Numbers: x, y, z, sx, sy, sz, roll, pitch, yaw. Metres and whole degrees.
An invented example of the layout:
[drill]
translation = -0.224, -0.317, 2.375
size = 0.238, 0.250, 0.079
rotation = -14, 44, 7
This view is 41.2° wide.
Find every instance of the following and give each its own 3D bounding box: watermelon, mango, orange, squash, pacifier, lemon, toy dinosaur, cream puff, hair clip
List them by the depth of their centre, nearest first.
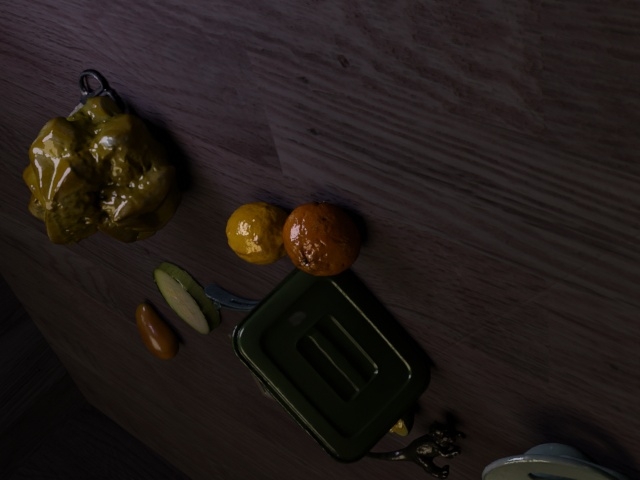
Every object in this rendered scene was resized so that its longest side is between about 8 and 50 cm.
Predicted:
[pacifier]
translation = 0.396, 0.491, 1.400
size = 0.288, 0.269, 0.343
rotation = 4, 141, 17
[orange]
translation = -0.002, -0.001, 1.410
size = 0.135, 0.117, 0.135
rotation = 35, 147, 28
[lemon]
translation = -0.112, -0.013, 1.544
size = 0.155, 0.114, 0.114
rotation = 7, 135, 49
[cream puff]
translation = -0.423, -0.097, 1.682
size = 0.274, 0.270, 0.323
rotation = 32, 157, 5
[toy dinosaur]
translation = 0.191, 0.391, 1.697
size = 0.179, 0.087, 0.187
rotation = 28, 129, 8
[watermelon]
translation = 0.152, 0.345, 1.729
size = 0.105, 0.062, 0.105
rotation = 42, 156, 24
[hair clip]
translation = -0.175, 0.138, 1.931
size = 0.229, 0.039, 0.070
rotation = 2, 131, 46
[squash]
translation = -0.342, 0.144, 2.160
size = 0.219, 0.041, 0.219
rotation = 37, 152, 24
[mango]
translation = -0.476, 0.262, 2.449
size = 0.184, 0.085, 0.102
rotation = 56, 150, -10

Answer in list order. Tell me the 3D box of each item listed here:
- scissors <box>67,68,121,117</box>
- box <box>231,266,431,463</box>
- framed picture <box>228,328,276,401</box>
[scissors]
translation = -0.495, -0.280, 1.795
size = 0.109, 0.022, 0.300
rotation = 52, 151, -14
[box]
translation = 0.007, 0.212, 1.571
size = 0.328, 0.253, 0.178
rotation = 49, 165, -7
[framed picture]
translation = -0.067, 0.352, 2.082
size = 0.335, 0.022, 0.247
rotation = 17, 142, 41
